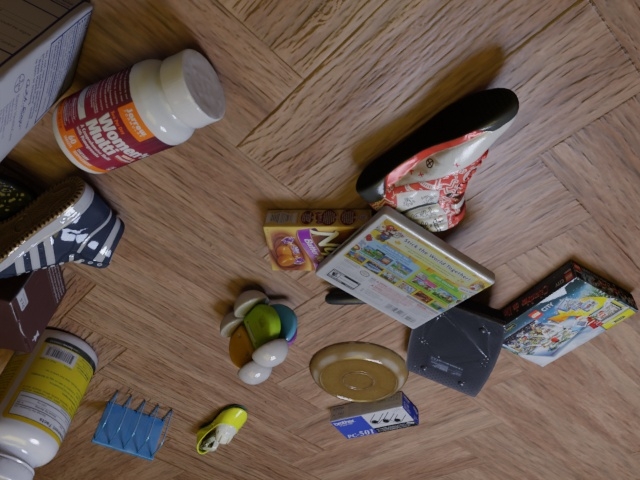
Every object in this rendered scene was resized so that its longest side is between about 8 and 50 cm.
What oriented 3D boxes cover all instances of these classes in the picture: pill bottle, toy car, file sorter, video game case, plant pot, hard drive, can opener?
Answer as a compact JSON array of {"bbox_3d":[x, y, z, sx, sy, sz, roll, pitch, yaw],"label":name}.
[{"bbox_3d":[-0.658,0.385,1.185,0.188,0.333,0.187,4,134,4],"label":"pill bottle"},{"bbox_3d":[-0.114,0.196,1.086,0.136,0.159,0.182,-4,145,-39],"label":"toy car"},{"bbox_3d":[-0.507,0.500,1.428,0.170,0.118,0.104,26,127,-16],"label":"file sorter"},{"bbox_3d":[-0.255,-0.182,0.743,0.221,0.121,0.121,-16,129,21],"label":"pill bottle"},{"bbox_3d":[0.138,0.056,0.889,0.227,0.026,0.206,31,137,-16],"label":"video game case"},{"bbox_3d":[0.090,0.322,1.239,0.237,0.032,0.236,3,134,3],"label":"plant pot"},{"bbox_3d":[0.270,0.206,1.058,0.172,0.054,0.254,19,137,17],"label":"hard drive"},{"bbox_3d":[0.101,0.105,1.024,0.186,0.073,0.059,-9,171,17],"label":"can opener"}]

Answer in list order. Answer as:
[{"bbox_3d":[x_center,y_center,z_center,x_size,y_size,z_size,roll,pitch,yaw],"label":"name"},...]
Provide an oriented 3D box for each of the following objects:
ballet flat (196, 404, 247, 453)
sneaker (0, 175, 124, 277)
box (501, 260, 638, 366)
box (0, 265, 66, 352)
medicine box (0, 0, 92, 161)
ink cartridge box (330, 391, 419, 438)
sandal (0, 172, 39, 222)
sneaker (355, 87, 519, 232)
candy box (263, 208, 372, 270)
[{"bbox_3d":[-0.279,0.537,1.457,0.077,0.077,0.231,33,129,-21],"label":"ballet flat"},{"bbox_3d":[-0.481,0.018,0.916,0.282,0.099,0.153,-33,145,1],"label":"sneaker"},{"bbox_3d":[0.458,0.150,1.019,0.159,0.044,0.233,26,131,-16],"label":"box"},{"bbox_3d":[-0.641,0.091,1.019,0.203,0.167,0.168,12,133,-4],"label":"box"},{"bbox_3d":[-0.461,-0.233,0.604,0.264,0.289,0.149,26,129,-16],"label":"medicine box"},{"bbox_3d":[0.138,0.452,1.345,0.207,0.046,0.097,-21,126,25],"label":"ink cartridge box"},{"bbox_3d":[-0.712,-0.055,0.904,0.446,0.107,0.167,-12,136,0],"label":"sandal"},{"bbox_3d":[0.197,-0.105,0.783,0.270,0.090,0.145,-30,124,35],"label":"sneaker"},{"bbox_3d":[0.000,0.000,0.931,0.187,0.053,0.109,-1,132,7],"label":"candy box"}]
